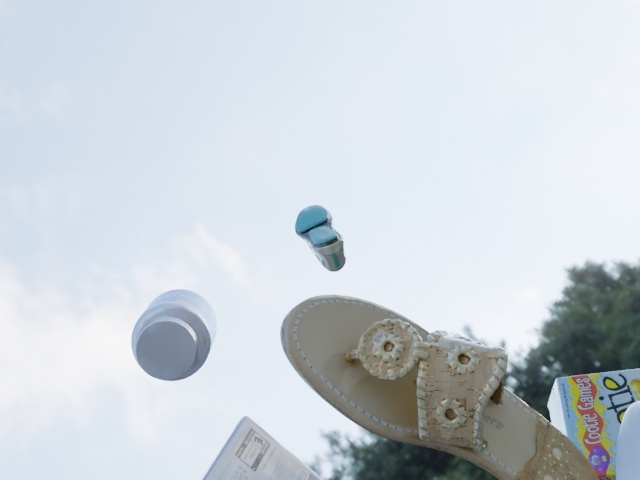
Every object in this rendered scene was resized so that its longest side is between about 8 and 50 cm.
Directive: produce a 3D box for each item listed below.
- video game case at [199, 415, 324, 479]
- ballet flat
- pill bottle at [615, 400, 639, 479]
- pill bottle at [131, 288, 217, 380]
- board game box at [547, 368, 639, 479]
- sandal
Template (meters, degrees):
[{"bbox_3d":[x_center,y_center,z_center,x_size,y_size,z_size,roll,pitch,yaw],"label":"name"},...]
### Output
[{"bbox_3d":[-0.045,0.415,1.542,0.036,0.300,0.329,-49,1,22],"label":"video game case"},{"bbox_3d":[0.000,0.000,1.533,0.057,0.168,0.052,-21,-69,-1],"label":"ballet flat"},{"bbox_3d":[0.259,0.126,0.547,0.208,0.119,0.119,-1,-56,0],"label":"pill bottle"},{"bbox_3d":[-0.229,0.150,1.758,0.124,0.221,0.124,0,-84,-2],"label":"pill bottle"},{"bbox_3d":[0.464,0.257,1.530,0.275,0.144,0.142,-7,-24,3],"label":"board game box"},{"bbox_3d":[0.096,0.091,0.677,0.240,0.079,0.088,36,-133,-15],"label":"sandal"}]
